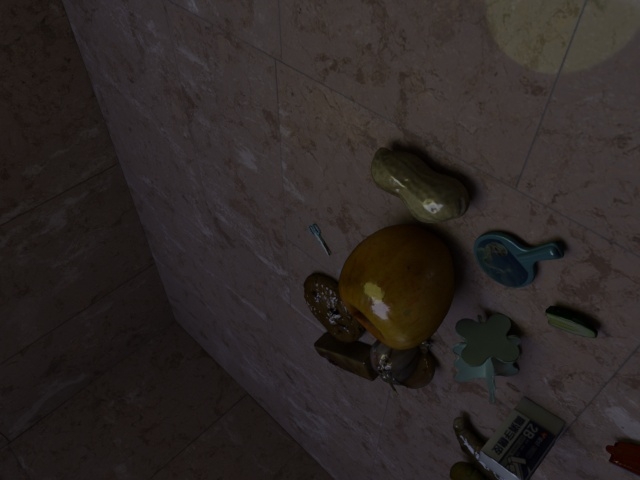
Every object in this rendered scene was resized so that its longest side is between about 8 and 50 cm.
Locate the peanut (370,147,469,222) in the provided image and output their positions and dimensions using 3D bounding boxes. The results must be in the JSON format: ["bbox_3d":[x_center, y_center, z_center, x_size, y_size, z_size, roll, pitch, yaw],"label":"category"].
[{"bbox_3d":[0.215,-0.121,1.226,0.257,0.124,0.123,35,147,29],"label":"peanut"}]

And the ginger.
[{"bbox_3d":[0.536,0.713,1.733,0.333,0.080,0.166,40,155,16],"label":"ginger"}]

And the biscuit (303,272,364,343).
[{"bbox_3d":[0.038,0.248,1.945,0.296,0.075,0.295,36,147,28],"label":"biscuit"}]

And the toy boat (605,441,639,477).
[{"bbox_3d":[0.737,0.505,1.220,0.059,0.069,0.173,41,158,-22],"label":"toy boat"}]

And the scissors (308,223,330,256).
[{"bbox_3d":[0.000,0.000,1.783,0.119,0.014,0.058,58,152,-3],"label":"scissors"}]

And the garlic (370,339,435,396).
[{"bbox_3d":[0.255,0.356,1.644,0.207,0.207,0.257,52,-171,1],"label":"garlic"}]

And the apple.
[{"bbox_3d":[0.200,0.112,1.372,0.299,0.275,0.299,39,162,16],"label":"apple"}]

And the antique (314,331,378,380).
[{"bbox_3d":[0.104,0.430,2.041,0.310,0.087,0.093,6,129,52],"label":"antique"}]

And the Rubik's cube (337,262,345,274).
[{"bbox_3d":[0.108,0.100,1.683,0.084,0.075,0.073,46,106,13],"label":"Rubik's cube"}]

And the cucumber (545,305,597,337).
[{"bbox_3d":[0.543,0.174,1.164,0.108,0.035,0.067,22,157,42],"label":"cucumber"}]

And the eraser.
[{"bbox_3d":[0.521,0.519,1.399,0.125,0.210,0.067,30,145,36],"label":"eraser"}]

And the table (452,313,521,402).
[{"bbox_3d":[0.422,0.303,1.377,0.167,0.166,0.198,30,152,35],"label":"table"}]

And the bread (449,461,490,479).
[{"bbox_3d":[0.530,0.822,1.813,0.213,0.104,0.213,37,172,6],"label":"bread"}]

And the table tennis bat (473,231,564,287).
[{"bbox_3d":[0.429,0.038,1.181,0.149,0.038,0.237,56,154,-6],"label":"table tennis bat"}]
